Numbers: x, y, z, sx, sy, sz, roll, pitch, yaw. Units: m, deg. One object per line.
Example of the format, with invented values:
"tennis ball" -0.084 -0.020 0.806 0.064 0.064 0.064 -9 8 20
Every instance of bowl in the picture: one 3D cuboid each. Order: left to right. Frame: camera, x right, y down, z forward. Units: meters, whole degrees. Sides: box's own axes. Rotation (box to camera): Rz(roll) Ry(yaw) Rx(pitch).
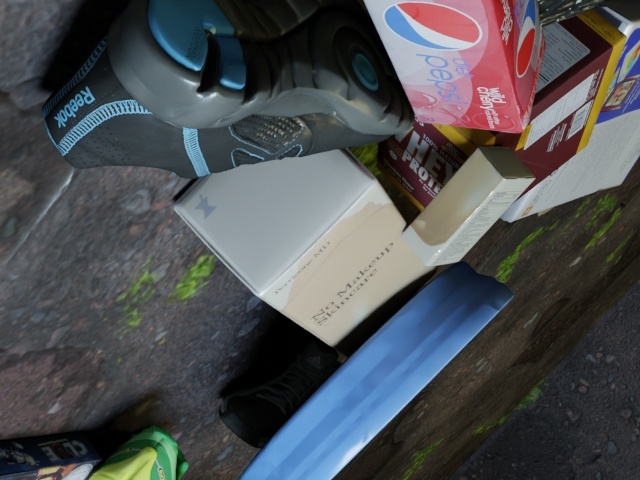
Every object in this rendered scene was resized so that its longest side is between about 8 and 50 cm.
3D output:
"bowl" 0.059 0.174 1.208 0.391 0.077 0.391 -43 170 -9

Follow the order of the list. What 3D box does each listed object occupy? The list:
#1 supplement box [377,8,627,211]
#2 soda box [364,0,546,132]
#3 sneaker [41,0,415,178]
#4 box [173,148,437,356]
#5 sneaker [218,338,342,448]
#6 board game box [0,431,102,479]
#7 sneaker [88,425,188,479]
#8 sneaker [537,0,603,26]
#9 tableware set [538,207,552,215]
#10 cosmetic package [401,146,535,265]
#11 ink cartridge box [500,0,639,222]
"supplement box" 0.173 -0.133 1.057 0.194 0.129 0.191 -37 157 -17
"soda box" 0.093 -0.162 0.723 0.263 0.092 0.083 47 54 -66
"sneaker" -0.052 -0.114 0.771 0.140 0.125 0.341 -30 166 31
"box" 0.000 0.000 1.010 0.148 0.121 0.311 -45 158 1
"sneaker" -0.040 0.179 1.336 0.132 0.086 0.229 -53 166 11
"board game box" -0.341 0.262 1.006 0.165 0.042 0.243 -49 157 15
"sneaker" -0.200 0.294 1.202 0.123 0.109 0.295 -51 175 -29
"sneaker" 0.174 -0.260 0.834 0.130 0.147 0.330 -21 172 -20
"tableware set" 0.362 -0.104 1.575 0.141 0.020 0.169 -48 156 5
"cosmetic package" 0.133 -0.030 0.950 0.060 0.041 0.115 -4 141 -52
"ink cartridge box" 0.379 -0.181 1.391 0.307 0.072 0.303 -20 143 -48
